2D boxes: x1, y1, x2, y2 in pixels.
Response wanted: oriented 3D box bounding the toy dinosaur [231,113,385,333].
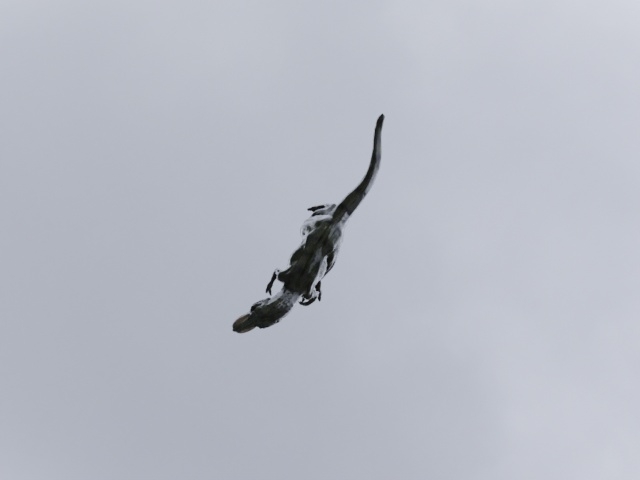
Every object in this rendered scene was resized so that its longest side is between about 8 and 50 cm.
[{"bbox_3d":[0.000,0.000,1.537,0.064,0.268,0.118,31,-14,2],"label":"toy dinosaur"}]
